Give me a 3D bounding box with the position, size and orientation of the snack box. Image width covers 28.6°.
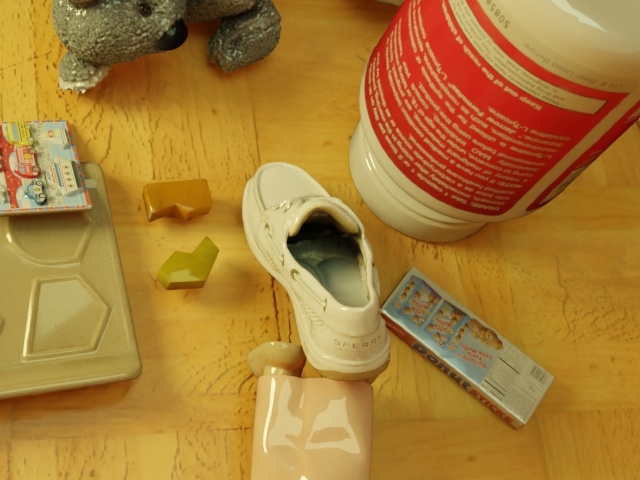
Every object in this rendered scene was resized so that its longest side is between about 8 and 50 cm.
[{"bbox_3d":[0.141,0.104,1.225,0.178,0.022,0.064,38,61,1],"label":"snack box"}]

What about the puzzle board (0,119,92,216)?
[{"bbox_3d":[-0.267,-0.070,1.146,0.096,0.011,0.128,-5,45,-20],"label":"puzzle board"}]

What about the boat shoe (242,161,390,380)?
[{"bbox_3d":[0.000,0.000,1.131,0.098,0.096,0.277,-11,41,-18],"label":"boat shoe"}]

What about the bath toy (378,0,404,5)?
[{"bbox_3d":[0.083,-0.405,1.386,0.151,0.129,0.348,26,59,-43],"label":"bath toy"}]

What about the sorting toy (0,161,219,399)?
[{"bbox_3d":[-0.237,0.032,1.126,0.307,0.041,0.229,-6,64,-21],"label":"sorting toy"}]

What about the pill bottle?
[{"bbox_3d":[0.171,-0.156,1.135,0.229,0.407,0.229,8,64,-16],"label":"pill bottle"}]

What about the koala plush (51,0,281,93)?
[{"bbox_3d":[-0.168,-0.242,1.198,0.203,0.196,0.221,40,60,15],"label":"koala plush"}]

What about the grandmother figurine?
[{"bbox_3d":[-0.009,0.263,1.064,0.208,0.104,0.342,2,66,10],"label":"grandmother figurine"}]

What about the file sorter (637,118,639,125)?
[{"bbox_3d":[0.424,-0.291,1.410,0.173,0.193,0.277,-12,71,-26],"label":"file sorter"}]
